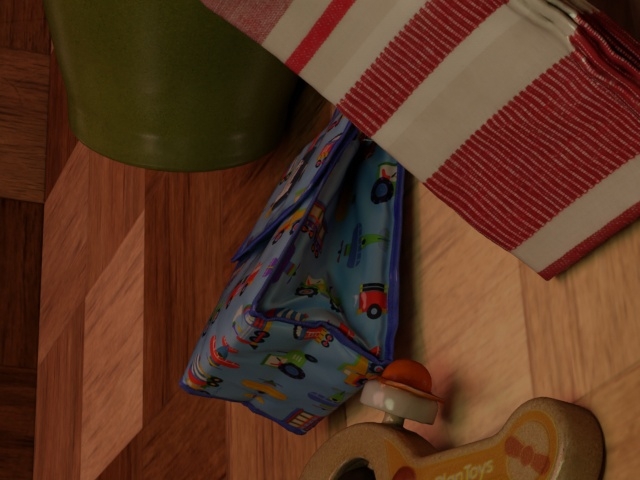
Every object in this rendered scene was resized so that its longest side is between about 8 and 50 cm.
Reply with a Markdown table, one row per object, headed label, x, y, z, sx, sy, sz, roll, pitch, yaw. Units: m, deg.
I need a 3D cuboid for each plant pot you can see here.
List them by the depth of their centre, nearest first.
| label | x | y | z | sx | sy | sz | roll | pitch | yaw |
| --- | --- | --- | --- | --- | --- | --- | --- | --- | --- |
| plant pot | -0.141 | -0.273 | 1.616 | 0.366 | 0.366 | 0.353 | -119 | 30 | -58 |

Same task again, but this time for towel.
| label | x | y | z | sx | sy | sz | roll | pitch | yaw |
| --- | --- | --- | --- | --- | --- | --- | --- | --- | --- |
| towel | 0.080 | -0.116 | 1.010 | 0.037 | 0.329 | 0.237 | -53 | 4 | -31 |

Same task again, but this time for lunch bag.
| label | x | y | z | sx | sy | sz | roll | pitch | yaw |
| --- | --- | --- | --- | --- | --- | --- | --- | --- | --- |
| lunch bag | 0.000 | 0.000 | 1.431 | 0.221 | 0.138 | 0.293 | 133 | 156 | -59 |

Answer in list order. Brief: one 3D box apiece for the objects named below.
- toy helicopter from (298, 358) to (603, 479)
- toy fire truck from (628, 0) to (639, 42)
| label | x | y | z | sx | sy | sz | roll | pitch | yaw |
| --- | --- | --- | --- | --- | --- | --- | --- | --- | --- |
| toy helicopter | 0.084 | 0.179 | 1.166 | 0.355 | 0.140 | 0.235 | -31 | 44 | 50 |
| toy fire truck | 0.139 | -0.201 | 1.022 | 0.246 | 0.217 | 0.158 | 26 | 108 | 52 |
